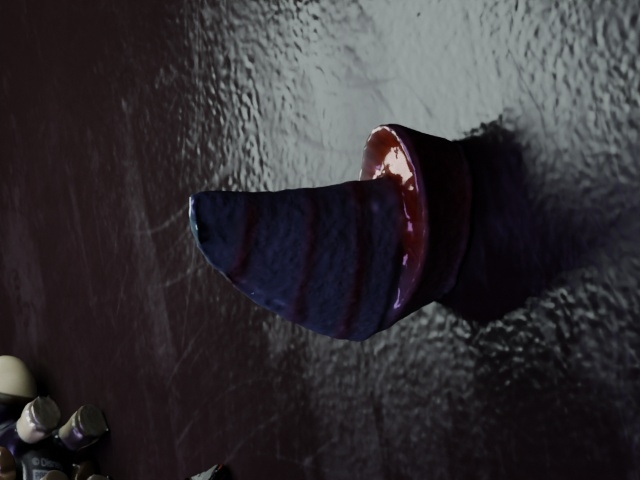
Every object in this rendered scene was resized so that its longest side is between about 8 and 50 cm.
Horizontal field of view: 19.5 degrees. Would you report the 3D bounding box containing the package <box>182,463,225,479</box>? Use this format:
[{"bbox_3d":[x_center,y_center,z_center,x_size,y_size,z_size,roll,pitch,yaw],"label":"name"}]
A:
[{"bbox_3d":[-0.201,0.330,2.013,0.030,0.154,0.239,45,134,2],"label":"package"}]

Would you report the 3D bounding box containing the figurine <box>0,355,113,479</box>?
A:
[{"bbox_3d":[-0.400,0.331,2.199,0.306,0.241,0.412,39,114,29],"label":"figurine"}]

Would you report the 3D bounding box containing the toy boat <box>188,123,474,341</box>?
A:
[{"bbox_3d":[0.000,0.000,1.621,0.096,0.282,0.206,31,118,44],"label":"toy boat"}]
